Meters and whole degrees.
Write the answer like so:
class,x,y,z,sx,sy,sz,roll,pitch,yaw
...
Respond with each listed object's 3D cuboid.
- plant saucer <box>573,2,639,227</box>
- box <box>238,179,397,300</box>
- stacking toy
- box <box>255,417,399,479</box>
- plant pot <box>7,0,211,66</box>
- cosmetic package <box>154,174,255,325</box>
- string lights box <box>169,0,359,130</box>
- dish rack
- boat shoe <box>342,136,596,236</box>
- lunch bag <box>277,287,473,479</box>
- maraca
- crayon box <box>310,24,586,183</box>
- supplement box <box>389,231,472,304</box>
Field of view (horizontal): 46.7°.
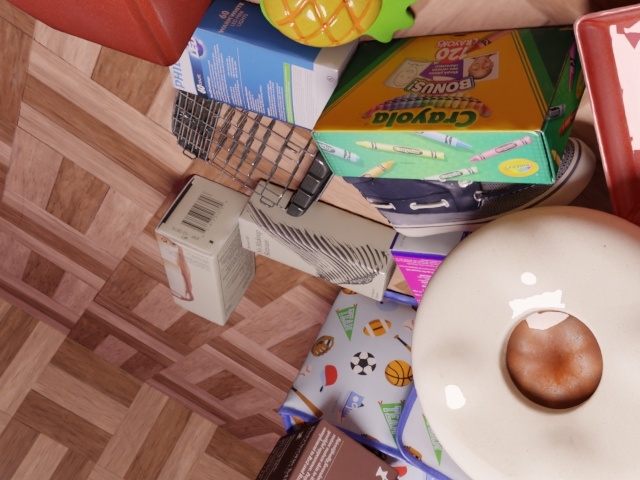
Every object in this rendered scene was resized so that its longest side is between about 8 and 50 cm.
class,x,y,z,sx,sy,sz,roll,pitch,yaw
plant saucer,0.410,-0.130,0.740,0.258,0.048,0.259,-1,122,40
box,0.000,0.000,1.301,0.275,0.094,0.113,20,151,12
stacking toy,0.367,0.142,1.004,0.350,0.351,0.480,7,-179,32
box,-0.007,0.432,1.265,0.167,0.168,0.203,37,147,-6
plant pot,-0.227,-0.344,0.794,0.267,0.267,0.236,21,163,11
cosmetic package,-0.219,0.027,1.471,0.129,0.153,0.296,23,149,11
string lights box,-0.082,-0.240,1.002,0.259,0.077,0.133,20,150,13
dish rack,-0.106,-0.153,1.172,0.271,0.074,0.208,30,150,-2
boat shoe,0.171,-0.093,0.973,0.158,0.127,0.340,36,151,-28
lunch bag,0.163,0.285,1.391,0.385,0.328,0.239,18,148,20
maraca,0.023,-0.275,0.847,0.185,0.099,0.127,3,149,-9
crayon box,0.147,-0.155,0.857,0.278,0.165,0.081,5,144,33
supplement box,0.209,0.045,1.182,0.113,0.111,0.220,6,145,32
